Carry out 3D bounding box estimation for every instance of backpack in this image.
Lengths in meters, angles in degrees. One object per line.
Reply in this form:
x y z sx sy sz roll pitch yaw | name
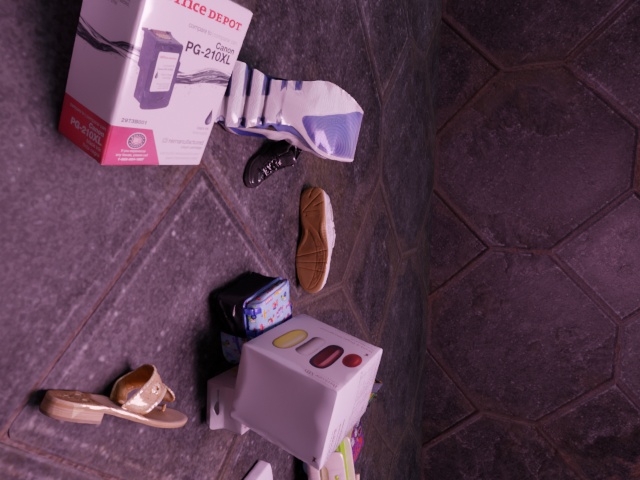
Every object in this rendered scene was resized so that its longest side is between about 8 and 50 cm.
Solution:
-0.132 0.171 0.854 0.158 0.116 0.174 -30 122 -58 | backpack

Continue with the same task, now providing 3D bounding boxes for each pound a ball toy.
0.037 0.727 1.174 0.208 0.135 0.320 17 65 -76 | pound a ball toy

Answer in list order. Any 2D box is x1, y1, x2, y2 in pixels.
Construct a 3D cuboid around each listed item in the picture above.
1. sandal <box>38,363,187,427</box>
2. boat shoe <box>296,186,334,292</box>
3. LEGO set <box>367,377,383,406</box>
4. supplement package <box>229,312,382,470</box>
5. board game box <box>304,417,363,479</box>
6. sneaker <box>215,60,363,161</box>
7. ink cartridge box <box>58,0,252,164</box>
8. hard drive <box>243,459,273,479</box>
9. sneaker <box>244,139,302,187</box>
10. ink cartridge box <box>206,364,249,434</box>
-0.273 0.222 0.612 0.240 0.088 0.079 38 66 -53 | sandal
0.000 0.000 1.106 0.096 0.098 0.278 7 86 -62 | boat shoe
0.026 0.414 1.195 0.255 0.192 0.331 -56 149 7 | LEGO set
-0.022 0.260 0.768 0.203 0.194 0.150 -14 119 -62 | supplement package
0.057 0.729 1.382 0.347 0.056 0.209 -41 134 -54 | board game box
-0.087 -0.247 0.774 0.315 0.182 0.128 10 102 -27 | sneaker
-0.213 -0.226 0.543 0.172 0.100 0.237 -20 142 -61 | ink cartridge box
-0.196 0.663 0.879 0.307 0.040 0.203 -32 122 -58 | hard drive
-0.094 -0.179 0.905 0.170 0.088 0.051 -64 146 -36 | sneaker
-0.162 0.319 0.841 0.143 0.089 0.092 -9 102 -63 | ink cartridge box
